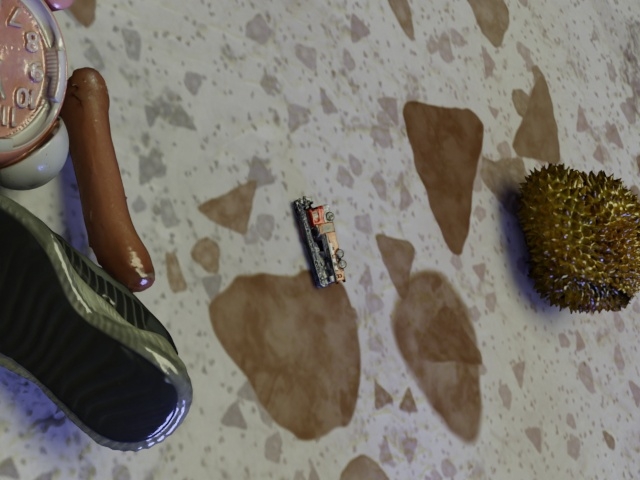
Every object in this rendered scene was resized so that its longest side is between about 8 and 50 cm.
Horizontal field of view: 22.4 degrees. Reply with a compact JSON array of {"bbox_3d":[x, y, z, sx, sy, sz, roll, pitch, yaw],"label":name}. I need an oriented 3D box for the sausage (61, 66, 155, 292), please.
[{"bbox_3d":[-0.165,-0.046,1.227,0.043,0.043,0.186,10,57,-49],"label":"sausage"}]

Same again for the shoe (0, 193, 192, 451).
[{"bbox_3d":[-0.183,0.051,1.152,0.227,0.099,0.112,44,9,-5],"label":"shoe"}]

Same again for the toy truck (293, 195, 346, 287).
[{"bbox_3d":[0.000,0.000,1.441,0.032,0.024,0.083,-13,88,-23],"label":"toy truck"}]

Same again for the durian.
[{"bbox_3d":[0.281,-0.001,1.701,0.158,0.137,0.168,-3,68,-30],"label":"durian"}]

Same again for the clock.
[{"bbox_3d":[-0.252,-0.117,1.138,0.166,0.092,0.162,10,77,-49],"label":"clock"}]
